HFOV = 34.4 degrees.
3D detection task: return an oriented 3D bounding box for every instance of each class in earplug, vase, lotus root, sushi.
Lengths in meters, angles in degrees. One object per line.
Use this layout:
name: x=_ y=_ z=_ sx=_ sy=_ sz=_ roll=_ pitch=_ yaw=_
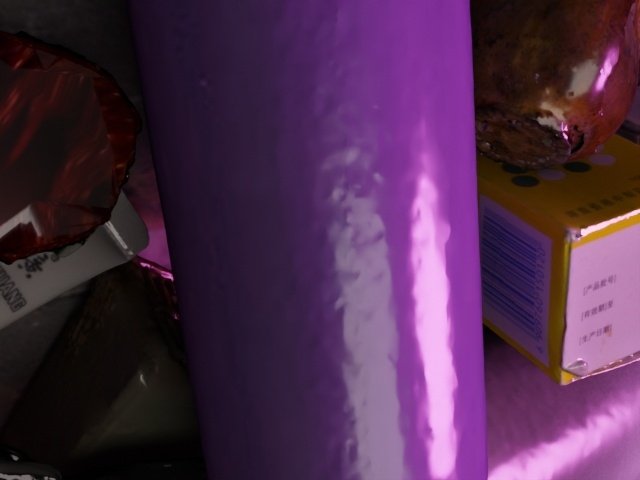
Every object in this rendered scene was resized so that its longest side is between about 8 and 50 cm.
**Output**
earplug: x=0.000 y=0.000 z=0.628 sx=0.215 sy=0.215 sz=0.455 roll=-6 pitch=92 yaw=-28
vase: x=0.157 y=0.147 z=0.857 sx=0.291 sy=0.245 sz=0.245 roll=-23 pitch=124 yaw=-32
lotus root: x=0.164 y=-0.173 z=0.733 sx=0.160 sy=0.152 sz=0.274 roll=108 pitch=3 yaw=-58
sushi: x=-0.226 y=-0.067 z=0.594 sx=0.225 sy=0.126 sz=0.136 roll=17 pitch=84 yaw=-29

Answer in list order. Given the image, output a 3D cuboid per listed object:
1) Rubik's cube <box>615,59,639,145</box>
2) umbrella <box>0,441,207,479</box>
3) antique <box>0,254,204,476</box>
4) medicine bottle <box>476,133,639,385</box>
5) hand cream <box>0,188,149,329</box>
Rubik's cube: x=0.379 y=-0.040 z=0.905 sx=0.253 sy=0.259 sz=0.256 roll=-29 pitch=126 yaw=-17
umbrella: x=-0.155 y=0.184 z=0.649 sx=0.358 sy=0.113 sz=0.106 roll=23 pitch=139 yaw=-30
antique: x=-0.169 y=0.168 z=0.782 sx=0.125 sy=0.150 sz=0.284 roll=27 pitch=107 yaw=-33
medicine bottle: x=0.158 y=-0.017 z=0.796 sx=0.137 sy=0.250 sz=0.141 roll=-21 pitch=125 yaw=-22
hand cream: x=-0.268 y=0.039 z=0.680 sx=0.314 sy=0.089 sz=0.139 roll=-40 pitch=114 yaw=-16
